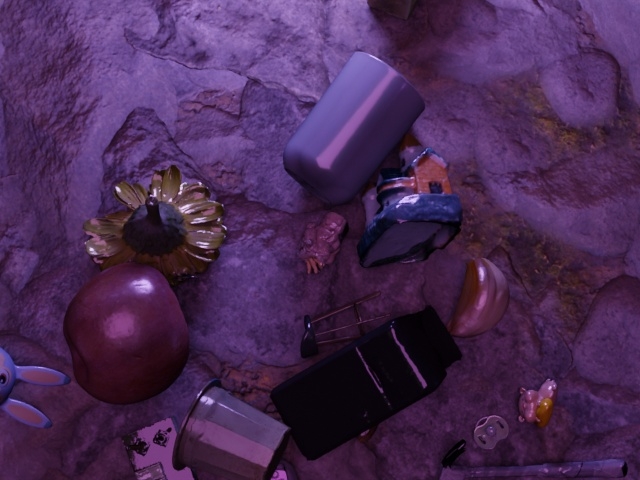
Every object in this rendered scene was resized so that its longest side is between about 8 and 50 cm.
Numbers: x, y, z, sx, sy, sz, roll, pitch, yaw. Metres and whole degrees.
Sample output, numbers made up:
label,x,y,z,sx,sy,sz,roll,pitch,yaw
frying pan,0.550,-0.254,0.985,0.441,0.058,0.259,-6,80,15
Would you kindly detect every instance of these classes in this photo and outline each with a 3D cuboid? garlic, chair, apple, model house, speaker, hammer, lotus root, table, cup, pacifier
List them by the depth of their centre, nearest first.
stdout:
label,x,y,z,sx,sy,sz,roll,pitch,yaw
apple,-0.421,0.201,1.691,0.235,0.306,0.306,-20,82,-28
table,-0.347,0.525,1.741,0.121,0.111,0.240,-23,83,-1
speaker,0.105,0.308,1.742,0.388,0.184,0.180,-33,82,16
hammer,0.472,0.519,1.755,0.427,0.044,0.152,2,105,-5
model house,0.183,-0.108,1.763,0.184,0.253,0.291,3,66,-12
pacifier,0.379,0.424,1.766,0.083,0.064,0.068,-38,66,-4
garlic,0.357,0.146,1.776,0.128,0.115,0.207,29,87,-2
lotus root,0.113,0.420,1.783,0.030,0.037,0.083,29,84,0
cup,0.066,-0.243,1.786,0.205,0.205,0.312,37,87,5
chair,0.048,0.189,1.791,0.221,0.104,0.095,-19,57,-6

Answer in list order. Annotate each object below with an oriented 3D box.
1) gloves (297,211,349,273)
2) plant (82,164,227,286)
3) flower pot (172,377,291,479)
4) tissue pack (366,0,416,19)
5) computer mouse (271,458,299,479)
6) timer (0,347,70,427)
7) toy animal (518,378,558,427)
label,x,y,z,sx,sy,sz,roll,pitch,yaw
gloves,0.002,0.000,1.808,0.094,0.110,0.144,37,56,13
plant,-0.351,-0.011,1.773,0.306,0.297,0.261,-40,115,-19
flower pot,-0.183,0.432,1.689,0.202,0.212,0.212,23,84,10
tissue pack,0.207,-0.665,1.854,0.125,0.159,0.234,24,84,4
computer mouse,-0.105,0.639,1.742,0.158,0.072,0.310,-12,81,-2
timer,-0.714,0.322,1.748,0.255,0.175,0.175,23,84,2
toy animal,0.481,0.358,1.764,0.082,0.091,0.114,19,85,17
